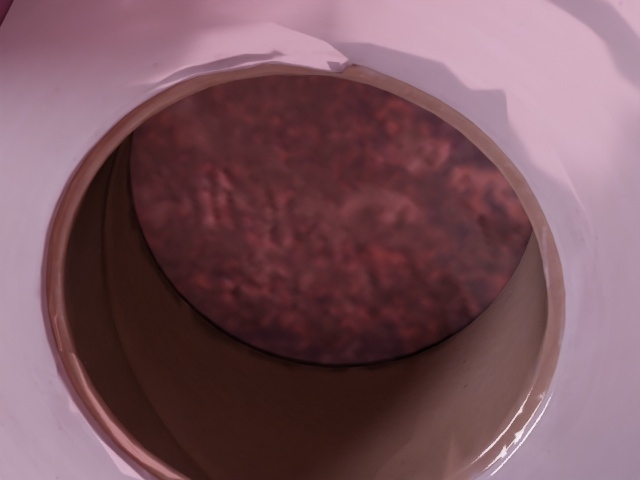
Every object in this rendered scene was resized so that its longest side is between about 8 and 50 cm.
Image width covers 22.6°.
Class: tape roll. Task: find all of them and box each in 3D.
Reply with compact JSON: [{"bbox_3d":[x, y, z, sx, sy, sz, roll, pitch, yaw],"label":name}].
[{"bbox_3d":[0.000,0.000,0.492,0.286,0.100,0.286,2,114,5],"label":"tape roll"}]

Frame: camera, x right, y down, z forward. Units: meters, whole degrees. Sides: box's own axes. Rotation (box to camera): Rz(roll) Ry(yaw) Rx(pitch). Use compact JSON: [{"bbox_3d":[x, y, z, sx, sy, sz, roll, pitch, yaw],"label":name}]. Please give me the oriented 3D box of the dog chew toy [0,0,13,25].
[{"bbox_3d":[-0.196,-0.158,0.358,0.206,0.206,0.332,-38,68,20],"label":"dog chew toy"}]
